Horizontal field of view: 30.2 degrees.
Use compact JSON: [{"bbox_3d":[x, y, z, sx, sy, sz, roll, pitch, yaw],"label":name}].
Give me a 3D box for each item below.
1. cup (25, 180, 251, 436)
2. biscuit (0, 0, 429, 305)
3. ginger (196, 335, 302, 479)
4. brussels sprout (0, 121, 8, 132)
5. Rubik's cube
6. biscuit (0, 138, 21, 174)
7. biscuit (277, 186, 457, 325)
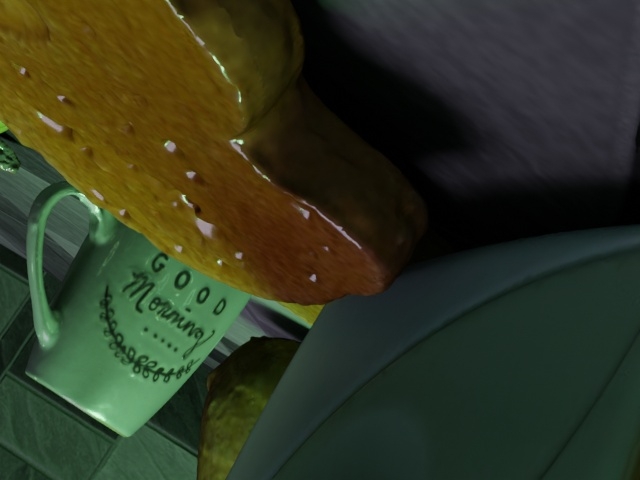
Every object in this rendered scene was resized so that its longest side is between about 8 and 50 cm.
[{"bbox_3d":[-0.224,0.059,1.265,0.258,0.234,0.186,42,164,-31],"label":"cup"},{"bbox_3d":[-0.140,-0.126,0.613,0.350,0.078,0.455,11,149,43],"label":"biscuit"},{"bbox_3d":[-0.055,0.244,1.511,0.200,0.269,0.223,-4,117,33],"label":"ginger"},{"bbox_3d":[-0.303,-0.134,0.946,0.149,0.122,0.151,34,167,6],"label":"brussels sprout"},{"bbox_3d":[0.141,0.224,0.618,0.352,0.347,0.351,32,160,-20],"label":"Rubik's cube"},{"bbox_3d":[-0.499,-0.180,1.462,0.290,0.038,0.141,39,167,-23],"label":"biscuit"},{"bbox_3d":[0.002,-0.004,0.857,0.269,0.051,0.376,34,165,-1],"label":"biscuit"}]
